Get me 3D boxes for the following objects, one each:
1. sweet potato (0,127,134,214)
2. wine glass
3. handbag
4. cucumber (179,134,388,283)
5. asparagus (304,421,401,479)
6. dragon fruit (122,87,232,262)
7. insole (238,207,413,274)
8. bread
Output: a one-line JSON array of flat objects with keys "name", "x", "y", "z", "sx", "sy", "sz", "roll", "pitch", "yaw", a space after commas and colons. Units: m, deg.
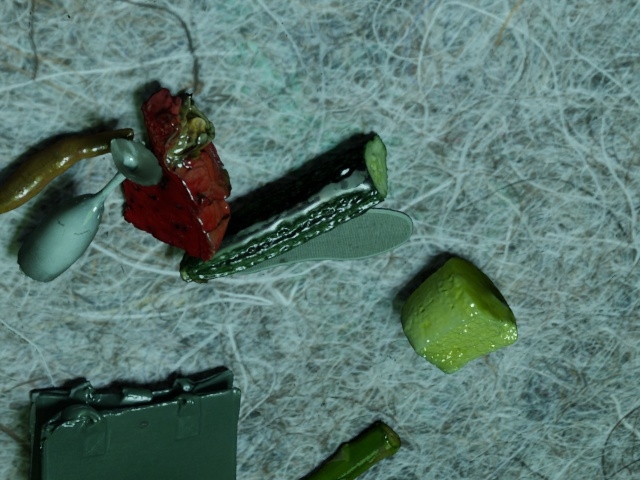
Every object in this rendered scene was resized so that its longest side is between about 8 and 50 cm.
[{"name": "sweet potato", "x": -0.276, "y": -0.078, "z": 1.866, "sx": 0.179, "sy": 0.044, "sz": 0.044, "roll": -31, "pitch": 134, "yaw": -1}, {"name": "wine glass", "x": -0.244, "y": -0.027, "z": 1.883, "sx": 0.066, "sy": 0.066, "sz": 0.198, "roll": 18, "pitch": 135, "yaw": -34}, {"name": "handbag", "x": -0.223, "y": 0.271, "z": 2.169, "sx": 0.247, "sy": 0.079, "sz": 0.260, "roll": -7, "pitch": 130, "yaw": -19}, {"name": "cucumber", "x": -0.038, "y": -0.027, "z": 1.996, "sx": 0.265, "sy": 0.077, "sz": 0.077, "roll": -27, "pitch": 134, "yaw": 3}, {"name": "asparagus", "x": 0.023, "y": 0.299, "z": 2.327, "sx": 0.178, "sy": 0.041, "sz": 0.045, "roll": -37, "pitch": 125, "yaw": 11}, {"name": "dragon fruit", "x": -0.151, "y": -0.085, "z": 1.914, "sx": 0.092, "sy": 0.122, "sz": 0.192, "roll": -49, "pitch": 142, "yaw": -36}, {"name": "insole", "x": 0.000, "y": 0.000, "z": 2.081, "sx": 0.232, "sy": 0.003, "sz": 0.080, "roll": -9, "pitch": 132, "yaw": -16}, {"name": "bread", "x": 0.164, "y": 0.087, "z": 2.156, "sx": 0.114, "sy": 0.111, "sz": 0.129, "roll": -36, "pitch": 136, "yaw": 15}]
